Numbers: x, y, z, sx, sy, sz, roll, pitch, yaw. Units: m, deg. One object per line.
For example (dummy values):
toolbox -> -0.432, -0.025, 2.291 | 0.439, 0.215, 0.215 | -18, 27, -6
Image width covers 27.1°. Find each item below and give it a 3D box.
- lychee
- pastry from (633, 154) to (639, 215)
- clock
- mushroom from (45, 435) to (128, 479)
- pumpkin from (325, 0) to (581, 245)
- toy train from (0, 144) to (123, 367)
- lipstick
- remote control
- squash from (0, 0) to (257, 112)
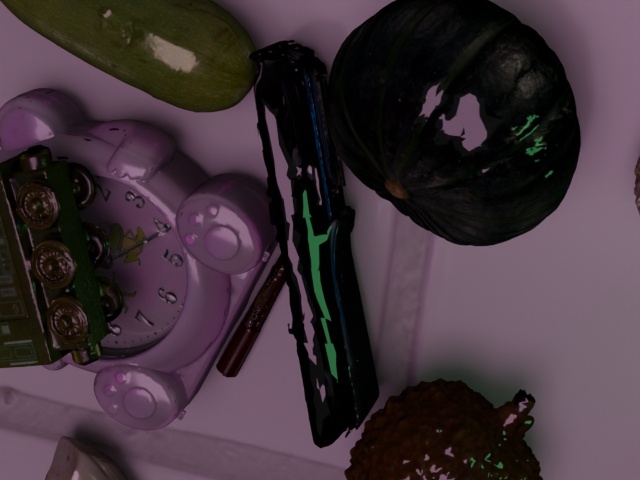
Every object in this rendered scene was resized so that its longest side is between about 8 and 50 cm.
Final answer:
lychee -> 0.130, 0.236, 1.344 | 0.200, 0.200, 0.238 | 45, 112, -2
pastry -> 0.387, -0.119, 1.206 | 0.103, 0.112, 0.265 | 40, 123, 2
clock -> -0.228, 0.012, 1.409 | 0.322, 0.113, 0.295 | 31, 113, 5
mushroom -> -0.255, 0.321, 1.527 | 0.097, 0.088, 0.212 | -10, 110, 28
pumpkin -> 0.129, -0.115, 1.233 | 0.250, 0.216, 0.250 | 29, 139, 29
toy train -> -0.284, 0.019, 1.322 | 0.137, 0.090, 0.225 | -6, 104, 23
lipstick -> -0.064, 0.072, 1.430 | 0.027, 0.027, 0.176 | 30, 111, 4
remote control -> 0.000, 0.000, 1.330 | 0.062, 0.144, 0.398 | -6, 102, 16
squash -> -0.230, -0.239, 1.329 | 0.371, 0.118, 0.118 | 29, 112, 7
